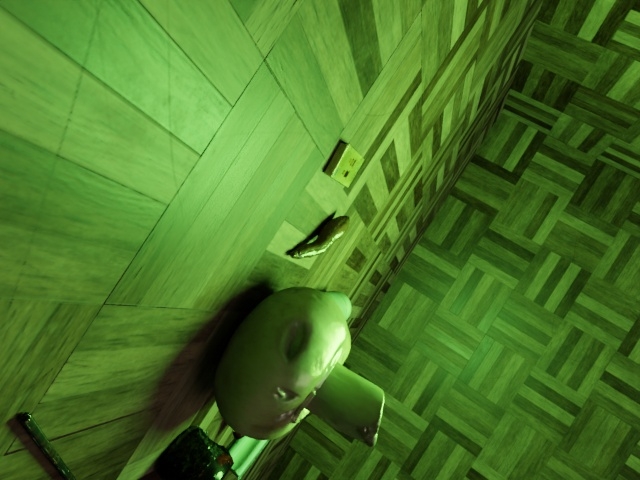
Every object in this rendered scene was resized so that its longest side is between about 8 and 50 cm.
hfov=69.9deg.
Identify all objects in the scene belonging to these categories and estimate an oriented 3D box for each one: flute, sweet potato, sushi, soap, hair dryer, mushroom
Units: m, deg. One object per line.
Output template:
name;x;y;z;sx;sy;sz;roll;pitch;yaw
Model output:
flute;-0.344;0.280;0.590;0.014;0.014;0.270;-44;159;-39
sweet potato;0.000;0.000;1.029;0.214;0.050;0.050;-38;155;-43
sushi;-0.280;0.516;1.044;0.136;0.126;0.225;-52;169;-24
soap;-0.220;0.670;1.545;0.261;0.094;0.150;-49;161;-30
hair dryer;-0.052;0.305;1.383;0.357;0.107;0.173;-53;162;6
mushroom;-0.041;0.255;0.979;0.325;0.352;0.354;-88;-164;-53

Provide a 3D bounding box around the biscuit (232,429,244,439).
biscuit;-0.188;0.428;1.238;0.151;0.063;0.236;-45;157;-39

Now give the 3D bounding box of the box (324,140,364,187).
box;0.051;-0.153;0.936;0.073;0.020;0.149;-60;164;6
